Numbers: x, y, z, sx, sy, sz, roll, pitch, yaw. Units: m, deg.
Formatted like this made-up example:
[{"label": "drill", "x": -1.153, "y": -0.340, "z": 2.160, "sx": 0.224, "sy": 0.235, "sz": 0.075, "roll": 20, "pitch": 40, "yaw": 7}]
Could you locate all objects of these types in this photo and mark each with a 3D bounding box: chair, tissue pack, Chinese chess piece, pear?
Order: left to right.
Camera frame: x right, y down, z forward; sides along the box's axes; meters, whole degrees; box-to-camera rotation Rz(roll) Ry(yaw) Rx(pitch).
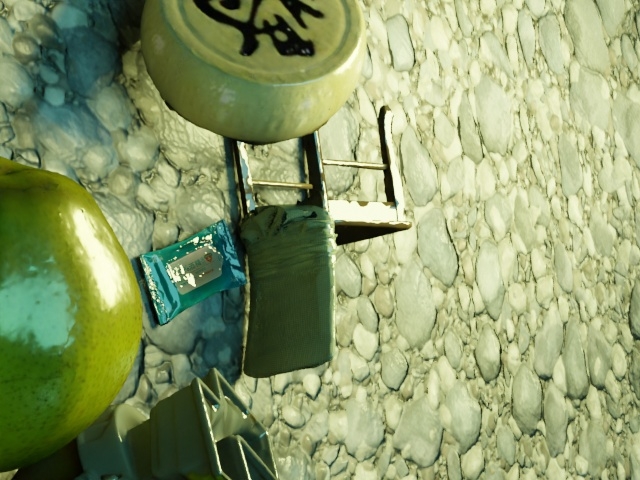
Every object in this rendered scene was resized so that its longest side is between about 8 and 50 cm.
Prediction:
[{"label": "pear", "x": -0.308, "y": 0.070, "z": 1.413, "sx": 0.294, "sy": 0.294, "sz": 0.294, "roll": 13, "pitch": 72, "yaw": -49}, {"label": "tissue pack", "x": -0.148, "y": 0.036, "z": 1.802, "sx": 0.138, "sy": 0.028, "sz": 0.085, "roll": -25, "pitch": 99, "yaw": -45}, {"label": "Chinese chess piece", "x": -0.075, "y": -0.230, "z": 1.779, "sx": 0.257, "sy": 0.104, "sz": 0.257, "roll": 8, "pitch": 52, "yaw": -10}, {"label": "chair", "x": 0.000, "y": 0.000, "z": 1.887, "sx": 0.186, "sy": 0.160, "sz": 0.319, "roll": 4, "pitch": 77, "yaw": -49}]

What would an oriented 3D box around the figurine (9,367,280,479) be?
[{"label": "figurine", "x": -0.198, "y": 0.246, "z": 1.508, "sx": 0.167, "sy": 0.285, "sz": 0.342, "roll": 67, "pitch": 8, "yaw": 23}]
